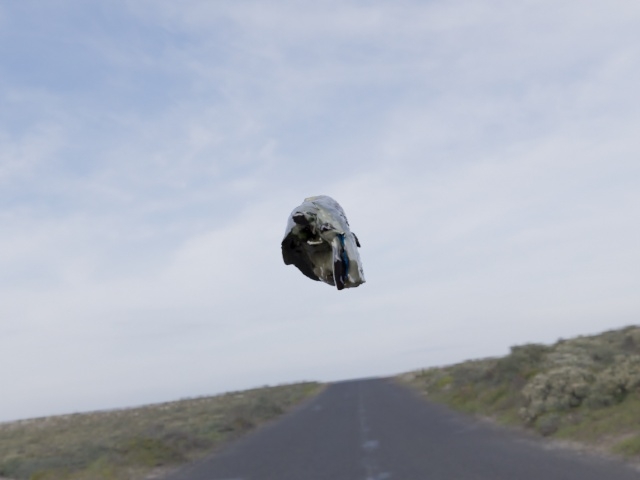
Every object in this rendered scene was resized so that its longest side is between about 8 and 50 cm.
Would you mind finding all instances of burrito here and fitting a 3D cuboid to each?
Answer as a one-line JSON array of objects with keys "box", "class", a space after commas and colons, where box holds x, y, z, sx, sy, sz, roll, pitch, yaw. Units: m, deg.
[{"box": [0.002, -0.001, 0.457, 0.042, 0.051, 0.171, -24, 4, 5], "class": "burrito"}]
